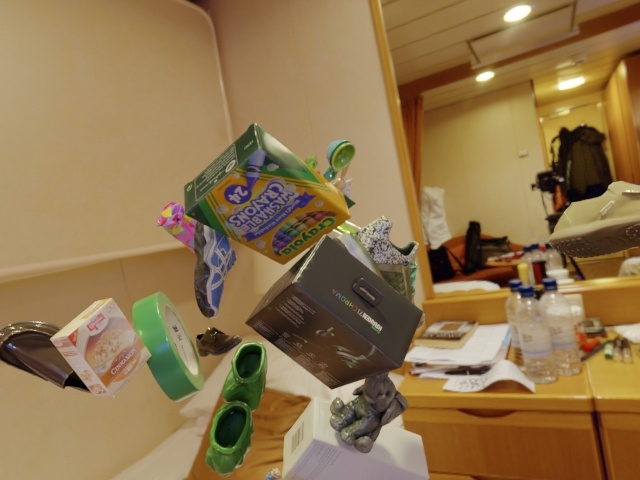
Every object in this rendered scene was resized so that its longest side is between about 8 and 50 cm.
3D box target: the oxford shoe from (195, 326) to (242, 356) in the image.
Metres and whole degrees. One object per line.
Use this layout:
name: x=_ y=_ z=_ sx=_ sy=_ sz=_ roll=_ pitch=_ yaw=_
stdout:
oxford shoe: x=-0.375 y=0.358 z=1.556 sx=0.227 sy=0.096 sz=0.083 roll=-15 pitch=8 yaw=33

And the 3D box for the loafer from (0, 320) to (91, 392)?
loafer: x=-0.731 y=0.342 z=1.235 sx=0.366 sy=0.134 sz=0.130 roll=36 pitch=-8 yaw=-37

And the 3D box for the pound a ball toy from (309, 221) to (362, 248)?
pound a ball toy: x=0.000 y=0.000 z=1.482 sx=0.319 sy=0.136 sz=0.208 roll=27 pitch=27 yaw=31

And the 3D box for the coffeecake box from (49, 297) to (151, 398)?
coffeecake box: x=-0.514 y=0.255 z=1.030 sx=0.068 sy=0.186 sz=0.142 roll=-13 pitch=24 yaw=26

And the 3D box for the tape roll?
tape roll: x=-0.448 y=0.313 z=1.291 sx=0.077 sy=0.321 sz=0.321 roll=-25 pitch=4 yaw=-10

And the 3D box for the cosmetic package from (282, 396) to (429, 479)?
cosmetic package: x=0.103 y=0.651 z=1.304 sx=0.384 sy=0.217 sz=0.156 roll=25 pitch=26 yaw=-14

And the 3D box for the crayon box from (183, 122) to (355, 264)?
crayon box: x=-0.084 y=-0.066 z=0.891 sx=0.203 sy=0.083 sz=0.323 roll=-36 pitch=-42 yaw=23

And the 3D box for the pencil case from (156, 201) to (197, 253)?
pencil case: x=-0.436 y=-0.027 z=1.442 sx=0.104 sy=0.104 sz=0.236 roll=-10 pitch=-35 yaw=22

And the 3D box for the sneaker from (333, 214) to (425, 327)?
sneaker: x=0.215 y=0.091 z=1.179 sx=0.182 sy=0.410 sz=0.158 roll=-38 pitch=35 yaw=6

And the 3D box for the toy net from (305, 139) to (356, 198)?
toy net: x=0.034 y=-0.138 z=1.013 sx=0.122 sy=0.045 sz=0.232 roll=-41 pitch=-28 yaw=-10

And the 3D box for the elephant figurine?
elephant figurine: x=0.150 y=0.430 z=1.160 sx=0.239 sy=0.169 sz=0.186 roll=-52 pitch=3 yaw=6

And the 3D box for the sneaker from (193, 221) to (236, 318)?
sneaker: x=-0.214 y=0.054 z=0.896 sx=0.081 sy=0.211 sz=0.080 roll=7 pitch=-16 yaw=-33

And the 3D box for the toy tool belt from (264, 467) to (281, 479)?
toy tool belt: x=-0.193 y=0.916 z=1.667 sx=0.051 sy=0.052 sz=0.083 roll=2 pitch=-49 yaw=-52

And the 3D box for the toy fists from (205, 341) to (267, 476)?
toy fists: x=-0.182 y=0.369 z=0.963 sx=0.096 sy=0.142 sz=0.279 roll=6 pitch=43 yaw=3

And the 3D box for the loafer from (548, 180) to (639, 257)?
loafer: x=0.453 y=-0.042 z=0.616 sx=0.101 sy=0.092 sz=0.268 roll=23 pitch=-19 yaw=-23

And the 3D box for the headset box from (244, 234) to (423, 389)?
headset box: x=0.021 y=0.152 z=0.858 sx=0.131 sy=0.246 sz=0.283 roll=-56 pitch=6 yaw=-37
